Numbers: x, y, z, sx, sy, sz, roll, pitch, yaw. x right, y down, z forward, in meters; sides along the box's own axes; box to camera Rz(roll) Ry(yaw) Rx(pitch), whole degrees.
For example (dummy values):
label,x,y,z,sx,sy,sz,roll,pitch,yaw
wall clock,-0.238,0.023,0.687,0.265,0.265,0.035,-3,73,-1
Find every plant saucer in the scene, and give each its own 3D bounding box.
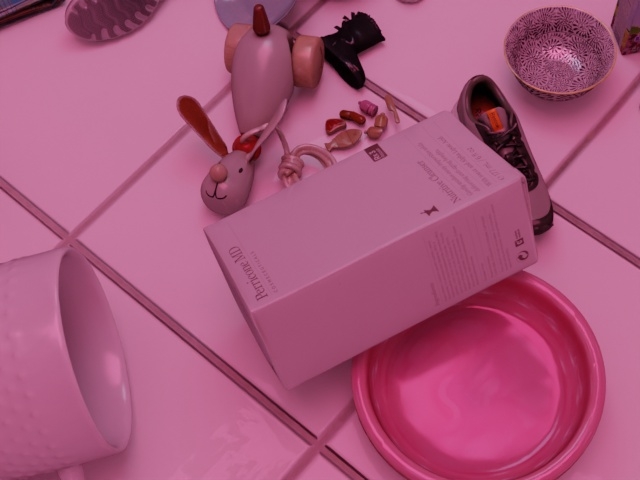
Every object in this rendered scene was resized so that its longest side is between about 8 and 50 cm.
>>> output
label,x,y,z,sx,sy,sz,roll,pitch,yaw
plant saucer,-0.091,-0.427,1.810,0.195,0.037,0.195,-9,75,35
plant saucer,0.207,0.190,1.470,0.332,0.084,0.332,-2,63,3

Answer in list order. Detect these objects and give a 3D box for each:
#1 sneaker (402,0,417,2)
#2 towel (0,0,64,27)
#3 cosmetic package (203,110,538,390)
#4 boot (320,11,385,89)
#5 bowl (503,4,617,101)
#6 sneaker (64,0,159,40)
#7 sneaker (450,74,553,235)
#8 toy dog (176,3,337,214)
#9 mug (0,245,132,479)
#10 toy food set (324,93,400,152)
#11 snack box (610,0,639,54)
label,x,y,z,sx,sy,sz,roll,pitch,yaw
sneaker,0.155,-0.507,1.836,0.080,0.094,0.212,-2,62,5
towel,-0.625,-0.498,1.922,0.271,0.040,0.370,-25,62,-9
cosmetic package,0.064,0.006,1.458,0.385,0.156,0.217,-26,38,-10
boot,0.061,-0.308,1.769,0.099,0.045,0.121,-33,66,-19
bowl,0.366,-0.274,1.705,0.170,0.080,0.170,-1,62,3
sneaker,-0.318,-0.438,1.851,0.281,0.105,0.115,-42,37,-14
sneaker,0.264,-0.125,1.619,0.100,0.108,0.271,-18,64,-7
toy dog,-0.102,-0.218,1.659,0.220,0.161,0.334,-10,60,8
mug,-0.431,0.227,1.417,0.328,0.276,0.374,-15,92,2
toy food set,0.060,-0.183,1.715,0.122,0.019,0.078,-18,62,3
snack box,0.551,-0.383,1.677,0.174,0.207,0.070,-12,62,-1
